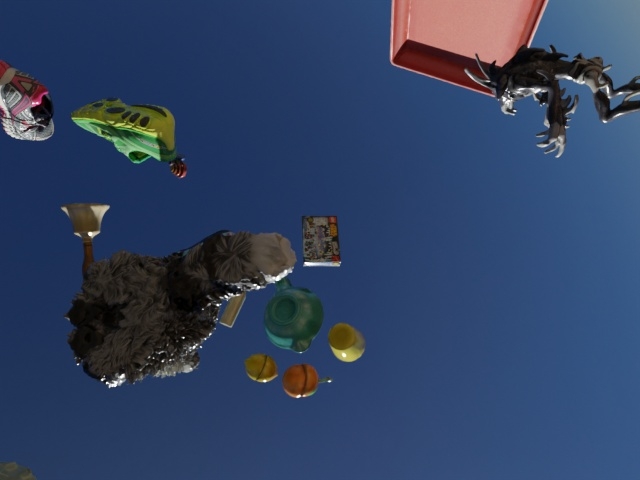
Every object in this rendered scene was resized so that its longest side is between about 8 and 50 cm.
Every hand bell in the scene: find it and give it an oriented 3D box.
[{"bbox_3d":[-0.674,0.019,1.245,0.126,0.126,0.242,-2,-90,-40],"label":"hand bell"}]

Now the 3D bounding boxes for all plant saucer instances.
[{"bbox_3d":[0.256,-0.398,0.785,0.258,0.259,0.047,25,-108,17],"label":"plant saucer"}]

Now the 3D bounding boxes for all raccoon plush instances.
[{"bbox_3d":[-0.210,0.147,0.782,0.299,0.447,0.216,43,-139,-66],"label":"raccoon plush"}]

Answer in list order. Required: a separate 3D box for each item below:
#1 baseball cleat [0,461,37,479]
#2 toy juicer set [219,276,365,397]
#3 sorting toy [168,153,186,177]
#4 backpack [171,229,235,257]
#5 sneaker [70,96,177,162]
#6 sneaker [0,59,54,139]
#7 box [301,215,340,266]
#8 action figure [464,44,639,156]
[{"bbox_3d":[-0.614,0.457,0.794,0.206,0.109,0.072,17,-166,10],"label":"baseball cleat"},{"bbox_3d":[-0.085,0.183,0.892,0.329,0.089,0.209,36,-101,31],"label":"toy juicer set"},{"bbox_3d":[-0.420,-0.223,1.241,0.042,0.061,0.102,4,-151,-42],"label":"sorting toy"},{"bbox_3d":[-0.262,0.064,1.076,0.158,0.173,0.117,53,173,40],"label":"backpack"},{"bbox_3d":[-0.413,-0.224,0.899,0.296,0.123,0.109,21,-137,31],"label":"sneaker"},{"bbox_3d":[-0.721,-0.317,1.071,0.112,0.299,0.120,24,-105,-15],"label":"sneaker"},{"bbox_3d":[0.000,0.000,1.101,0.094,0.027,0.137,-1,-119,-6],"label":"box"},{"bbox_3d":[0.350,-0.203,0.617,0.164,0.276,0.141,-48,-38,-38],"label":"action figure"}]
